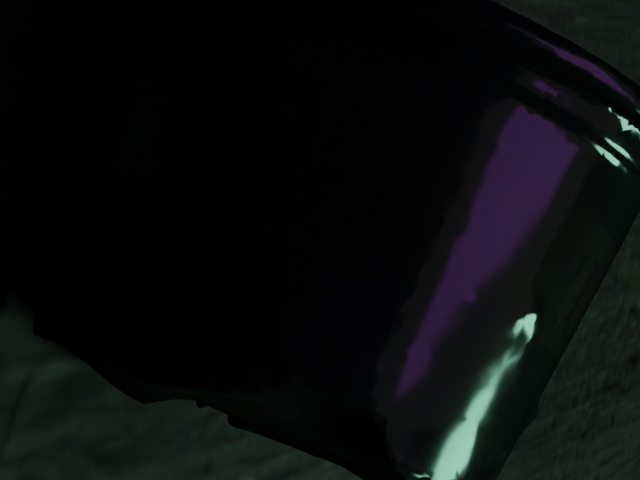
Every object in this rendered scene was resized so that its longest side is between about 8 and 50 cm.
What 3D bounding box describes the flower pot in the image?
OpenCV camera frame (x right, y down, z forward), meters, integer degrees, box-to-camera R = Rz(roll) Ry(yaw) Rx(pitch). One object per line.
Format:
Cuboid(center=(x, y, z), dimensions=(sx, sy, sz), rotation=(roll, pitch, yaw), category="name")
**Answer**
Cuboid(center=(0.000, 0.000, 0.482), dimensions=(0.106, 0.157, 0.157), rotation=(-66, 151, -9), category="flower pot")
